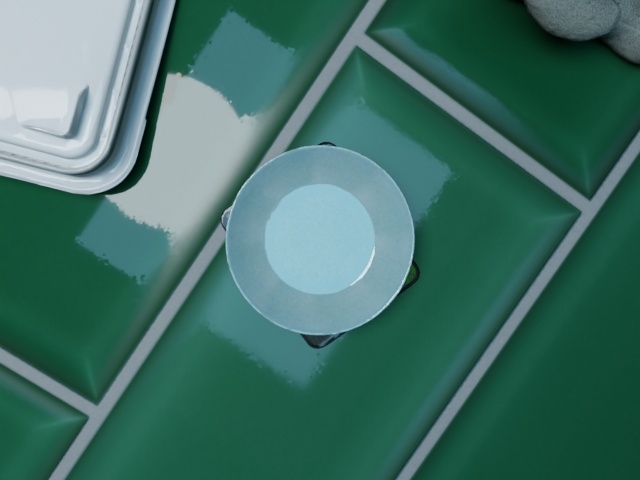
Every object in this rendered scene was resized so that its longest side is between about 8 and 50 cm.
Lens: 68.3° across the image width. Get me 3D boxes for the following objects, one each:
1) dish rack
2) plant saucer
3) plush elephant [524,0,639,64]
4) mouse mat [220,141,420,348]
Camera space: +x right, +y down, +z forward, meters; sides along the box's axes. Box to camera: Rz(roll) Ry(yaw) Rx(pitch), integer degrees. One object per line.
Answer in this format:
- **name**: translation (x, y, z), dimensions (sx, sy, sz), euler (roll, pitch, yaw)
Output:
- **dish rack**: translation (-0.289, -0.231, 0.428), dimensions (0.285, 0.072, 0.333), euler (14, 89, -10)
- **plant saucer**: translation (0.000, 0.000, 0.497), dimensions (0.194, 0.037, 0.195), euler (0, 95, -3)
- **plush elephant**: translation (0.235, -0.327, 0.381), dimensions (0.329, 0.255, 0.272), euler (6, 94, -4)
- **mouse mat**: translation (0.002, 0.008, 0.520), dimensions (0.152, 0.007, 0.190), euler (-35, 95, 0)
